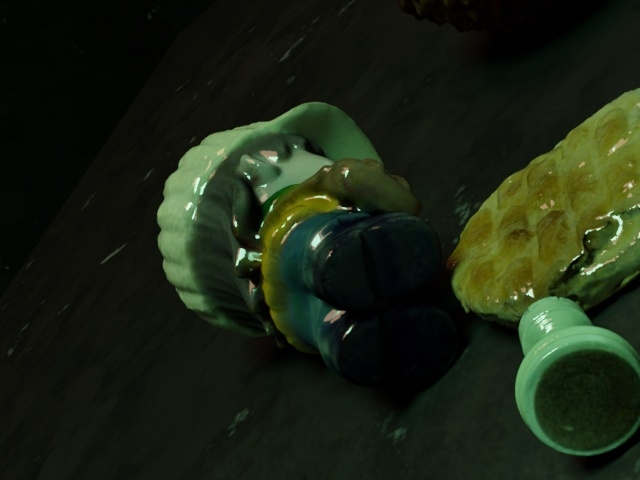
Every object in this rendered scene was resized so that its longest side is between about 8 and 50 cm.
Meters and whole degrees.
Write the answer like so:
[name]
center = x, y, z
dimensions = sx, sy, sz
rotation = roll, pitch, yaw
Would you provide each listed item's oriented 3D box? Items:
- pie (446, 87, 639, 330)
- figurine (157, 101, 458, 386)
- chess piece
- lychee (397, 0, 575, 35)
[pie]
center = 0.162, -0.017, 0.753
dimensions = 0.195, 0.046, 0.195
rotation = -41, 18, 17
[figurine]
center = -0.027, 0.008, 0.905
dimensions = 0.204, 0.185, 0.332
rotation = -11, 17, -2
[chess piece]
center = 0.133, 0.066, 0.634
dimensions = 0.067, 0.067, 0.103
rotation = -43, 10, 12
[lychee]
center = 0.151, -0.320, 1.033
dimensions = 0.264, 0.264, 0.300
rotation = -53, -15, -17
